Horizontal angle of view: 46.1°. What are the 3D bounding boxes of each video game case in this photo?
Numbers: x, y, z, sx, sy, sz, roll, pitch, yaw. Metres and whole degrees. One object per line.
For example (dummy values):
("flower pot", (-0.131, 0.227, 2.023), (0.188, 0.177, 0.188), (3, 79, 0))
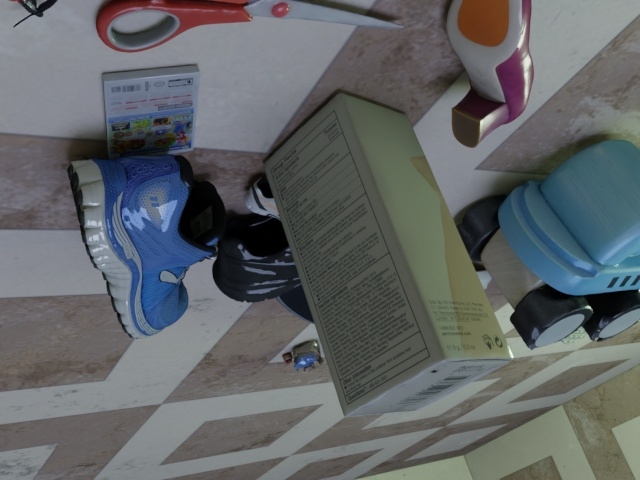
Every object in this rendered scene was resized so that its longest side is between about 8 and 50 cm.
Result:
("video game case", (-0.164, -0.121, 0.729), (0.087, 0.011, 0.122), (-10, 153, -18))

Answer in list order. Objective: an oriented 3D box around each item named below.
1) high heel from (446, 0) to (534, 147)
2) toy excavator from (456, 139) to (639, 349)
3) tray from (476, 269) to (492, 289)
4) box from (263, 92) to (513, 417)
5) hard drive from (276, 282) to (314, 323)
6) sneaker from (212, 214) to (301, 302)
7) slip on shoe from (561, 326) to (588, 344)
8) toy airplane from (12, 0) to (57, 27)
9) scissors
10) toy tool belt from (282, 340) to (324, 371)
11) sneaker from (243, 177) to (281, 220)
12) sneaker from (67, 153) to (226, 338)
("high heel", (0.192, -0.207, 0.761), (0.117, 0.082, 0.244), (-44, 148, -24))
("toy excavator", (0.489, -0.066, 1.091), (0.433, 0.222, 0.445), (-2, 141, -34))
("tray", (0.213, 0.103, 1.348), (0.145, 0.030, 0.270), (-34, 162, 31))
("box", (0.061, 0.014, 0.802), (0.121, 0.311, 0.148), (8, 146, -43))
("hard drive", (0.026, 0.072, 1.192), (0.172, 0.054, 0.255), (-26, 154, 14))
("sneaker", (0.000, 0.000, 0.983), (0.286, 0.109, 0.130), (-14, 148, -14))
("slip on shoe", (0.490, 0.088, 1.493), (0.123, 0.101, 0.331), (-25, 141, -2))
("toy airplane", (-0.232, -0.198, 0.510), (0.151, 0.028, 0.151), (-17, 154, -8))
("scissors", (-0.048, -0.204, 0.631), (0.297, 0.021, 0.109), (-8, 151, -19))
("toy tool belt", (-0.034, 0.234, 1.477), (0.083, 0.051, 0.052), (-28, 153, 19))
("sneaker", (-0.036, -0.042, 0.899), (0.109, 0.040, 0.043), (17, 147, -11))
("sneaker", (-0.173, 0.013, 0.852), (0.147, 0.129, 0.330), (-14, 157, -10))
